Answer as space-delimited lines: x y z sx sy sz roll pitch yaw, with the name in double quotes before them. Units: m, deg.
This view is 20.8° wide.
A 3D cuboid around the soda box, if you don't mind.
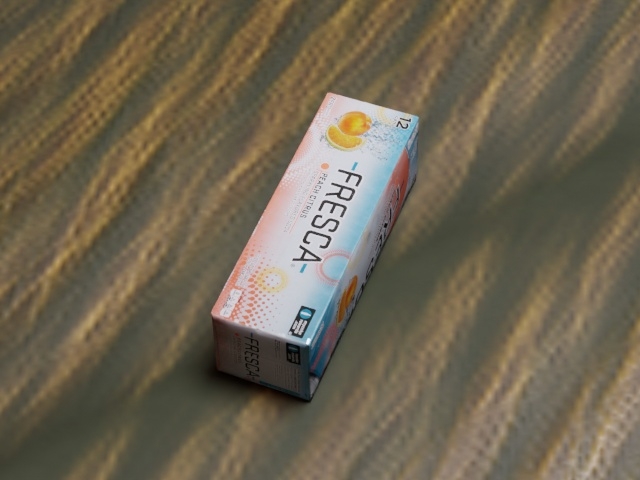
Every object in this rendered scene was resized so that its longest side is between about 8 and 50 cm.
"soda box" 0.000 0.000 1.023 0.063 0.058 0.183 17 55 14
